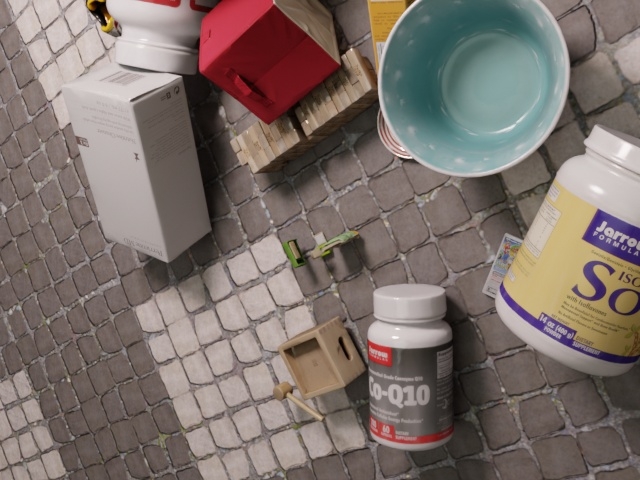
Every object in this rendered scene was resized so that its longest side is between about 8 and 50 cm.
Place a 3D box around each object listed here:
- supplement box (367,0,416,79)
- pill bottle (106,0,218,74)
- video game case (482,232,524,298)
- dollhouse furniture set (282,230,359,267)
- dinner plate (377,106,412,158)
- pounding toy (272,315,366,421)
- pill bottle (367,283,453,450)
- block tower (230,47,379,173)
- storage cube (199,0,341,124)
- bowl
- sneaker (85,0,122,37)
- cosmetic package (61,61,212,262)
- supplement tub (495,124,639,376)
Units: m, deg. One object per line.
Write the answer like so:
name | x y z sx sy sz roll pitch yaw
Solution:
supplement box | 0.136 -0.384 1.271 0.080 0.078 0.234 9 128 25
pill bottle | -0.317 -0.561 1.473 0.229 0.229 0.408 18 106 27
video game case | 0.355 0.058 1.298 0.087 0.011 0.122 26 110 26
dollhouse furniture set | 0.000 0.000 1.463 0.151 0.076 0.059 -28 84 32
dinner plate | 0.174 -0.227 1.358 0.141 0.017 0.141 5 101 29
pounding toy | -0.009 0.282 1.509 0.206 0.094 0.181 -29 88 40
pill bottle | 0.169 0.233 1.349 0.161 0.161 0.283 2 99 30
block tower | -0.023 -0.247 1.429 0.335 0.097 0.091 -31 82 32
storage cube | -0.097 -0.379 1.353 0.193 0.183 0.215 -34 40 28
bowl | 0.269 -0.269 1.203 0.311 0.163 0.312 5 102 26
sneaker | -0.504 -0.576 1.661 0.088 0.092 0.225 -32 80 30
cosmetic package | -0.387 -0.167 1.543 0.217 0.156 0.385 16 128 30
supplement tub | 0.443 0.014 1.105 0.241 0.241 0.331 31 112 23
